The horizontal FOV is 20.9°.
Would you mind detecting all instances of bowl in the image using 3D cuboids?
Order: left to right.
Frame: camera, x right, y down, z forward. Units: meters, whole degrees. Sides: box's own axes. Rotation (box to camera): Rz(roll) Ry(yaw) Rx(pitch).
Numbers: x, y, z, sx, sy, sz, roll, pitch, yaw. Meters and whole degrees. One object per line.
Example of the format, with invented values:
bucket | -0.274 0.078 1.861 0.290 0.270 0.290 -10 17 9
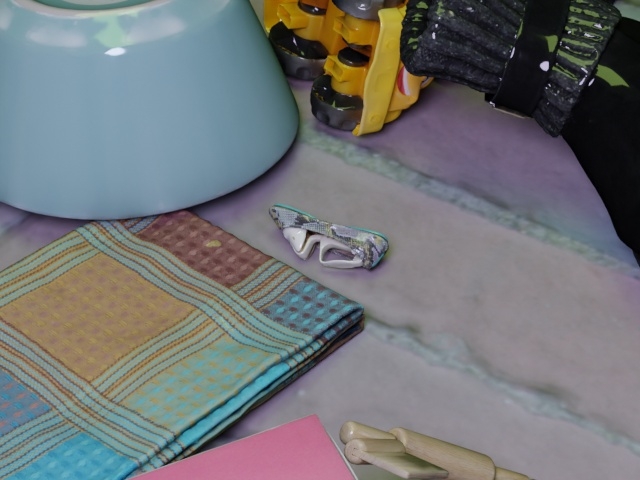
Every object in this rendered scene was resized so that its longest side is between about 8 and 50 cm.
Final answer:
bowl | -0.177 -0.167 1.543 0.311 0.163 0.311 -2 33 1

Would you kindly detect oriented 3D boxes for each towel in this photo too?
towel | -0.181 0.090 1.337 0.271 0.040 0.370 28 46 33

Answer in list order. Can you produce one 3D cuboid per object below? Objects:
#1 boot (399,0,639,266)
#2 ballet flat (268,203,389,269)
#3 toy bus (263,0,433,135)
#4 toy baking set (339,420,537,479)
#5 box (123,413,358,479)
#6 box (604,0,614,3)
boot | 0.198 -0.119 1.410 0.260 0.131 0.348 27 25 -19
ballet flat | 0.000 0.000 1.447 0.114 0.041 0.041 17 44 26
toy bus | 0.074 -0.208 1.626 0.211 0.149 0.220 -5 39 -26
toy baking set | 0.129 0.185 1.139 0.256 0.030 0.197 20 10 -35
box | -0.079 0.231 1.086 0.232 0.149 0.127 -19 42 -15
box | 0.179 -0.299 1.709 0.184 0.045 0.190 3 25 -48
